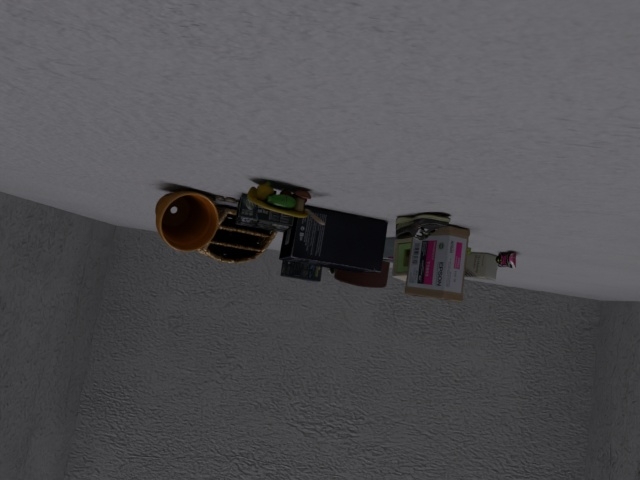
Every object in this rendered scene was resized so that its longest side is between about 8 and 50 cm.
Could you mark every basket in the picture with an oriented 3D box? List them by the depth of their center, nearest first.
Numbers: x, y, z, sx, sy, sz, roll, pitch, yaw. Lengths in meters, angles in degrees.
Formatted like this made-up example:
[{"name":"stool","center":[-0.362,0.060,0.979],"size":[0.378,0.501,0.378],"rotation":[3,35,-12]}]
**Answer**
[{"name":"basket","center":[-0.342,-0.011,1.904],"size":[0.223,0.214,0.299],"rotation":[10,177,42]}]

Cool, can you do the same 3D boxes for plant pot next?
[{"name":"plant pot","center":[-0.488,-0.086,1.666],"size":[0.205,0.205,0.188],"rotation":[14,-172,-39]}]

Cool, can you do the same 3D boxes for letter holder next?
[{"name":"letter holder","center":[0.198,0.134,2.518],"size":[0.301,0.214,0.152],"rotation":[11,174,-19]}]

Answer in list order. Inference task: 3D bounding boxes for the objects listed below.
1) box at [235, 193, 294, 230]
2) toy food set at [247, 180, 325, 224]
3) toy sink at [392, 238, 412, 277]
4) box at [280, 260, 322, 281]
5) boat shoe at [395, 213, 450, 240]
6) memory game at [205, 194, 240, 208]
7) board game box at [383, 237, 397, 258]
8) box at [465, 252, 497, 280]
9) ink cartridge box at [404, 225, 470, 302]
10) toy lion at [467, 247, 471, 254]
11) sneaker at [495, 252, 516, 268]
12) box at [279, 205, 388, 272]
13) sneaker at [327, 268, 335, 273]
[{"name":"box","center":[-0.188,-0.088,1.598],"size":[0.180,0.078,0.147],"rotation":[10,170,-12]},{"name":"toy food set","center":[-0.090,-0.119,1.313],"size":[0.217,0.071,0.128],"rotation":[14,-164,-26]},{"name":"toy sink","center":[0.403,0.070,1.812],"size":[0.234,0.153,0.131],"rotation":[-7,161,43]},{"name":"box","center":[-0.075,0.063,2.171],"size":[0.183,0.233,0.059],"rotation":[11,172,-25]},{"name":"boat shoe","center":[0.300,-0.035,1.419],"size":[0.080,0.073,0.223],"rotation":[12,174,-26]},{"name":"memory game","center":[-0.334,-0.137,1.721],"size":[0.186,0.012,0.186],"rotation":[9,173,1]},{"name":"board game box","center":[0.409,0.062,2.092],"size":[0.303,0.098,0.224],"rotation":[11,175,-24]},{"name":"box","center":[0.646,0.111,2.132],"size":[0.094,0.113,0.275],"rotation":[15,171,-36]},{"name":"ink cartridge box","center":[0.380,0.074,1.564],"size":[0.088,0.235,0.193],"rotation":[11,173,-26]},{"name":"toy lion","center":[0.585,0.043,1.975],"size":[0.100,0.034,0.096],"rotation":[13,165,-35]},{"name":"sneaker","center":[0.740,0.080,1.905],"size":[0.074,0.063,0.170],"rotation":[1,176,19]},{"name":"box","center":[0.034,0.007,1.727],"size":[0.312,0.179,0.343],"rotation":[11,174,-11]},{"name":"sneaker","center":[0.032,0.068,2.305],"size":[0.158,0.182,0.410],"rotation":[13,173,-37]}]
